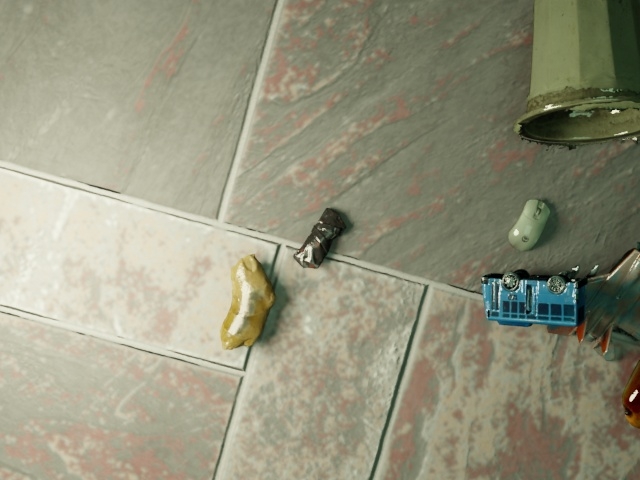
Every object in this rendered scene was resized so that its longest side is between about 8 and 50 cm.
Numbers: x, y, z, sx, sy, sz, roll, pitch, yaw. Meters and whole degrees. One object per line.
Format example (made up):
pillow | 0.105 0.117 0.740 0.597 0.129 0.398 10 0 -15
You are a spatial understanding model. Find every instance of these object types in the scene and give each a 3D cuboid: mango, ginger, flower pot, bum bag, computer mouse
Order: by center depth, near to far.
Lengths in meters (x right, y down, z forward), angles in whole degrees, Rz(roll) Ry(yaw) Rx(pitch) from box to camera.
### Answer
flower pot | 0.487 -0.317 1.728 0.290 0.290 0.259 -1 80 -2
ginger | -0.139 0.120 1.806 0.095 0.069 0.190 16 92 -8
bum bag | 0.000 0.000 1.822 0.058 0.034 0.124 32 91 10
mango | 0.679 0.248 1.824 0.133 0.111 0.267 35 94 -6
computer mouse | 0.406 -0.031 1.838 0.056 0.032 0.110 26 92 -4

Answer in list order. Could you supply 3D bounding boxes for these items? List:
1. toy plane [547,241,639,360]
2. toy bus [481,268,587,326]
toy plane | 0.574 0.076 1.803 0.223 0.104 0.326 26 108 -4
toy bus | 0.398 0.109 1.784 0.185 0.090 0.106 2 96 27
